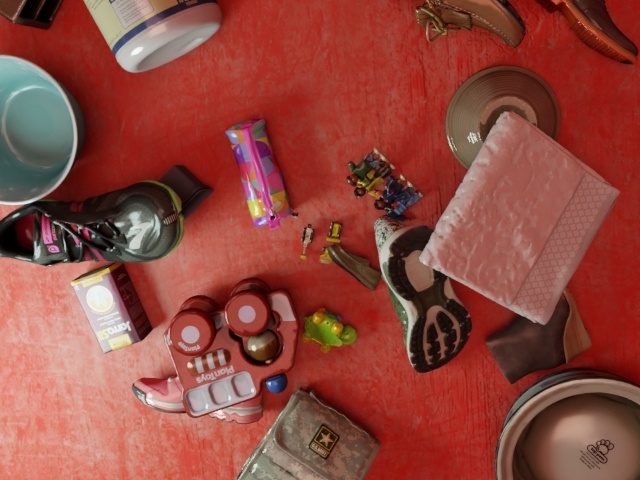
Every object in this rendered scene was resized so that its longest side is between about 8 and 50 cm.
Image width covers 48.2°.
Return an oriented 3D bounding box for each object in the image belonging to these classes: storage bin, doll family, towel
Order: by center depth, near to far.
[{"bbox_3d":[0.398,-0.034,1.406,0.317,0.053,0.332,28,92,-19],"label":"towel"},{"bbox_3d":[0.132,-0.106,1.535,0.193,0.076,0.111,44,99,-7],"label":"doll family"},{"bbox_3d":[-0.325,-0.100,1.589,0.135,0.098,0.091,-44,84,14],"label":"storage bin"}]

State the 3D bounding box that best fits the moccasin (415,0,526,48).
[{"bbox_3d":[0.223,-0.474,1.407,0.380,0.139,0.147,27,109,-1],"label":"moccasin"}]

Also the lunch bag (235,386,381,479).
[{"bbox_3d":[-0.029,0.510,1.650,0.235,0.169,0.287,34,97,2],"label":"lunch bag"}]

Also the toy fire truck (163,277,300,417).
[{"bbox_3d":[-0.186,0.235,1.582,0.302,0.169,0.254,-18,98,0],"label":"toy fire truck"}]

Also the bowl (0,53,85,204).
[{"bbox_3d":[-0.643,-0.243,1.556,0.312,0.163,0.311,1,103,6],"label":"bowl"}]

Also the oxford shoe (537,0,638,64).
[{"bbox_3d":[0.530,-0.453,1.396,0.271,0.097,0.098,41,98,-3],"label":"oxford shoe"}]

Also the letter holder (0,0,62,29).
[{"bbox_3d":[-0.675,-0.618,1.484,0.302,0.152,0.214,34,103,-1],"label":"letter holder"}]

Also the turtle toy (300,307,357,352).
[{"bbox_3d":[0.021,0.202,1.621,0.130,0.066,0.095,28,128,-2],"label":"turtle toy"}]

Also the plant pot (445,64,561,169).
[{"bbox_3d":[0.375,-0.236,1.456,0.237,0.110,0.237,2,104,6],"label":"plant pot"}]

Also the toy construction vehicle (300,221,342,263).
[{"bbox_3d":[0.000,0.000,1.599,0.086,0.035,0.098,7,106,-6],"label":"toy construction vehicle"}]

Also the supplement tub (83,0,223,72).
[{"bbox_3d":[-0.365,-0.527,1.419,0.235,0.235,0.325,-26,98,12],"label":"supplement tub"}]

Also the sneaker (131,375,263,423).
[{"bbox_3d":[-0.281,0.336,1.685,0.314,0.116,0.136,8,90,1],"label":"sneaker"}]

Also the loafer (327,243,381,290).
[{"bbox_3d":[0.076,0.051,1.586,0.148,0.056,0.050,42,80,-21],"label":"loafer"}]

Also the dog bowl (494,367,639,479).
[{"bbox_3d":[0.581,0.462,1.567,0.408,0.150,0.408,2,102,7],"label":"dog bowl"}]

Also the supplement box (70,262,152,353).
[{"bbox_3d":[-0.484,0.154,1.667,0.104,0.081,0.188,-20,100,11],"label":"supplement box"}]

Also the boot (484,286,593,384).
[{"bbox_3d":[0.451,0.177,1.548,0.207,0.090,0.248,-26,102,10],"label":"boot"}]

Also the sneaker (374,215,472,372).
[{"bbox_3d":[0.208,0.108,1.546,0.158,0.182,0.410,-22,123,-8],"label":"sneaker"}]

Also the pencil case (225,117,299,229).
[{"bbox_3d":[-0.129,-0.144,1.547,0.104,0.104,0.236,-16,99,11],"label":"pencil case"}]

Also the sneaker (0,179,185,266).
[{"bbox_3d":[-0.502,-0.013,1.530,0.483,0.202,0.185,-9,102,23],"label":"sneaker"}]
